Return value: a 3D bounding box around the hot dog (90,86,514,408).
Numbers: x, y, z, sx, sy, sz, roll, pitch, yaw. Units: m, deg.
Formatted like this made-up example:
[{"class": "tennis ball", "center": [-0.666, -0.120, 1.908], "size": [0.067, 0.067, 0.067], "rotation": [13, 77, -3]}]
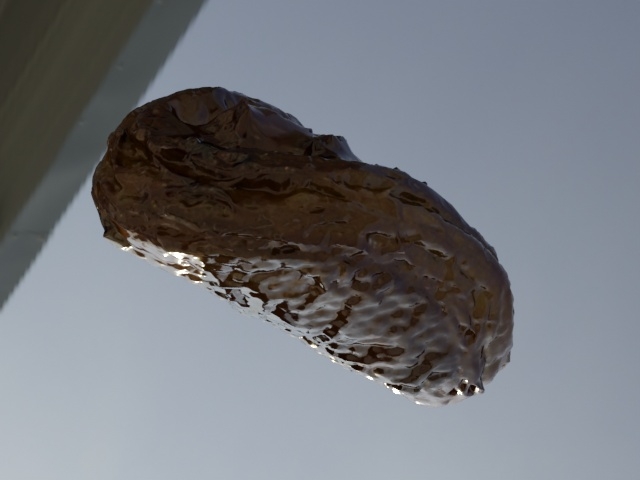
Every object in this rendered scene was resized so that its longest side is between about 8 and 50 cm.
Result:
[{"class": "hot dog", "center": [-0.003, 0.001, 0.574], "size": [0.160, 0.227, 0.099], "rotation": [31, -88, 46]}]
